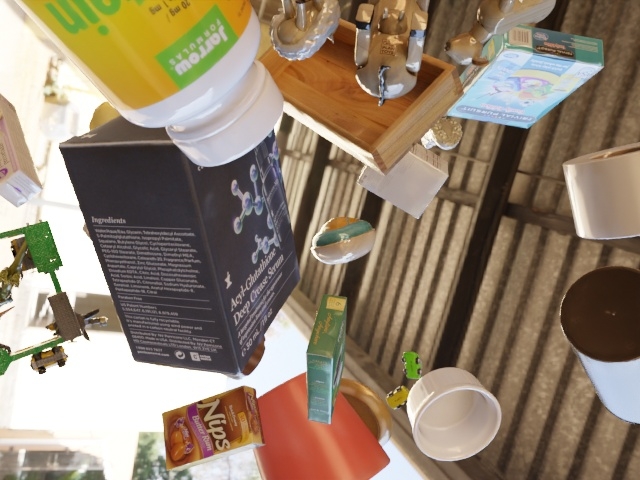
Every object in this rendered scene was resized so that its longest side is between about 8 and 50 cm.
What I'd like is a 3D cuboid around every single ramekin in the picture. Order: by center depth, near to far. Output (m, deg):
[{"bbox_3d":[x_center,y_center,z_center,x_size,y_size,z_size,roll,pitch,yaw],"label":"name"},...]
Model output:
[{"bbox_3d":[0.404,0.531,1.758,0.135,0.277,0.277,-113,-142,-66],"label":"ramekin"}]

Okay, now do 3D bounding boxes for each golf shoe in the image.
[{"bbox_3d":[0.251,-0.226,1.207,0.176,0.069,0.086,-96,-167,-52],"label":"golf shoe"}]

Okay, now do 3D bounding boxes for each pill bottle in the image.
[{"bbox_3d":[-0.130,-0.173,0.419,0.136,0.245,0.136,-18,-134,20],"label":"pill bottle"}]

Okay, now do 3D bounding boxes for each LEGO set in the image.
[{"bbox_3d":[-0.613,0.105,1.142,0.192,0.255,0.331,-5,-68,66],"label":"LEGO set"}]

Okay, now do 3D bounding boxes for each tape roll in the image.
[{"bbox_3d":[0.669,-0.114,1.221,0.246,0.246,0.169,2,-73,67],"label":"tape roll"}]

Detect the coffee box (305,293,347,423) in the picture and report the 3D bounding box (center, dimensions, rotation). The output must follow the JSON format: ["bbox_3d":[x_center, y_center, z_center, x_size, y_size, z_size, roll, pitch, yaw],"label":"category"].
[{"bbox_3d":[0.010,0.179,0.844,0.184,0.041,0.113,90,13,-46],"label":"coffee box"}]

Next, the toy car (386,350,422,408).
[{"bbox_3d":[0.332,0.482,1.947,0.239,0.053,0.224,-3,-79,32],"label":"toy car"}]

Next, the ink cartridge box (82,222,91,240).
[{"bbox_3d":[-0.534,-0.037,1.675,0.270,0.198,0.197,41,-65,31],"label":"ink cartridge box"}]

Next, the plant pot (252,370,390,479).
[{"bbox_3d":[-0.025,0.419,1.187,0.243,0.275,0.275,61,-37,17],"label":"plant pot"}]

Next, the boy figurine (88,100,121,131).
[{"bbox_3d":[-0.340,-0.183,1.161,0.092,0.285,0.177,-22,-121,30],"label":"boy figurine"}]

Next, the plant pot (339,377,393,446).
[{"bbox_3d":[0.070,0.466,1.467,0.032,0.236,0.236,-43,160,-58],"label":"plant pot"}]

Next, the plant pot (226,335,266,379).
[{"bbox_3d":[-0.218,0.217,1.236,0.167,0.165,0.167,-31,-142,28],"label":"plant pot"}]

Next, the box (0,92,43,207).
[{"bbox_3d":[-0.629,-0.193,1.123,0.063,0.067,0.324,-36,-126,-2],"label":"box"}]

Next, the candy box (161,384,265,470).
[{"bbox_3d":[-0.203,0.352,1.058,0.187,0.053,0.109,-21,-119,12],"label":"candy box"}]

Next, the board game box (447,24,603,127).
[{"bbox_3d":[0.510,-0.412,1.462,0.336,0.254,0.079,126,-30,-72],"label":"board game box"}]

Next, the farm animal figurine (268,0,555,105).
[{"bbox_3d":[0.139,-0.322,0.801,0.326,0.330,0.172,-59,164,-21],"label":"farm animal figurine"}]

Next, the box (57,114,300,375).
[{"bbox_3d":[-0.202,-0.027,0.952,0.293,0.212,0.395,-58,144,-55],"label":"box"}]

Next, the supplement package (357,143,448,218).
[{"bbox_3d":[0.306,-0.254,2.084,0.199,0.263,0.198,-58,-177,25],"label":"supplement package"}]

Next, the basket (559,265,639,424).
[{"bbox_3d":[0.430,0.132,0.773,0.154,0.227,0.204,28,-95,47],"label":"basket"}]

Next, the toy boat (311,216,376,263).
[{"bbox_3d":[0.000,0.000,1.618,0.267,0.319,0.148,-62,136,-85],"label":"toy boat"}]

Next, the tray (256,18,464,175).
[{"bbox_3d":[0.045,-0.296,1.064,0.203,0.076,0.411,-46,-129,-4],"label":"tray"}]
